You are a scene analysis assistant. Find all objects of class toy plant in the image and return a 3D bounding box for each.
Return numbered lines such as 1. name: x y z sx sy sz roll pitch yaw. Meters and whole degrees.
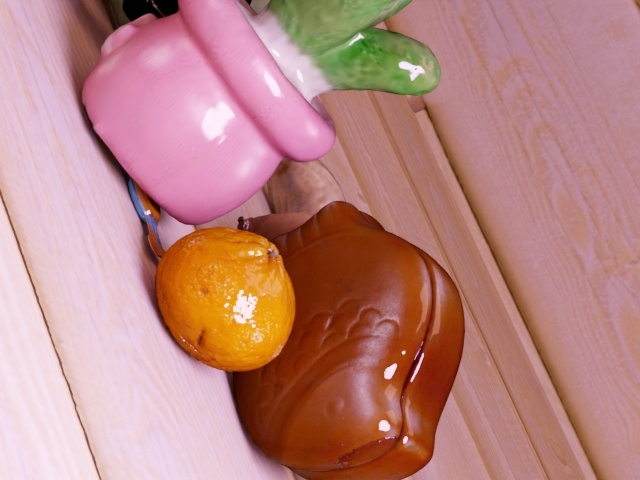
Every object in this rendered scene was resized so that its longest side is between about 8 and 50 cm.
1. toy plant: -0.040 -0.175 1.777 0.210 0.356 0.317 59 8 1

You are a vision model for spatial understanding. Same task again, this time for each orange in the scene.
1. orange: -0.079 0.050 1.702 0.135 0.117 0.135 58 18 -31

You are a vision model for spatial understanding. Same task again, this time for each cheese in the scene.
1. cheese: -0.157 -0.023 1.787 0.047 0.017 0.111 46 20 -48

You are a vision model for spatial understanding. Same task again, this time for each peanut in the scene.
1. peanut: 0.001 0.000 2.299 0.104 0.086 0.228 17 47 -62

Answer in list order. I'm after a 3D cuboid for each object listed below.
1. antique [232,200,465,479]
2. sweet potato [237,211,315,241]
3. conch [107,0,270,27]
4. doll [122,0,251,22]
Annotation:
1. antique: 0.030 0.102 1.767 0.129 0.223 0.278 36 27 -42
2. sweet potato: -0.001 0.105 1.928 0.131 0.131 0.336 52 13 -43
3. conch: -0.135 -0.262 2.074 0.250 0.137 0.143 44 52 9
4. doll: -0.163 -0.258 1.955 0.249 0.088 0.127 35 -21 -22
